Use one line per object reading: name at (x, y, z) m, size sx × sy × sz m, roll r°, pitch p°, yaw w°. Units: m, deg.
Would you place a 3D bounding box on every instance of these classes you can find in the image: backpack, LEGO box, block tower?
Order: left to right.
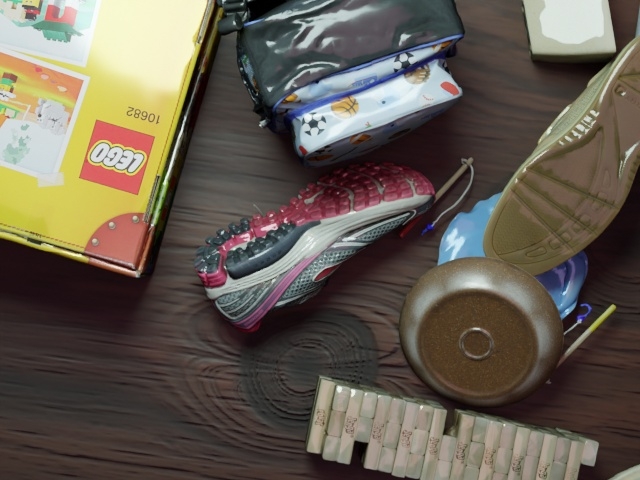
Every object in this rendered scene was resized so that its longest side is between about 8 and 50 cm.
LEGO box at (-0.385, -0.203, 1.382) m, size 0.500 × 0.193 × 0.373 m, roll 17°, pitch 88°, yaw -3°
backpack at (0.033, -0.202, 1.377) m, size 0.276 × 0.263 × 0.213 m, roll -16°, pitch 95°, yaw -4°
block tower at (0.154, 0.245, 1.463) m, size 0.335 × 0.091 × 0.097 m, roll 12°, pitch 89°, yaw -3°

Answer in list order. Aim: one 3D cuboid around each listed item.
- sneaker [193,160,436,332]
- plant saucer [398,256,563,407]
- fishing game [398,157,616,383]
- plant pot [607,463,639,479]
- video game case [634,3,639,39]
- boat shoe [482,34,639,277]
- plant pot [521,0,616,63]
sneaker at (0.000, 0.000, 1.456) m, size 0.299 × 0.121 × 0.112 m, roll -25°, pitch 120°, yaw -4°
plant saucer at (0.188, 0.117, 1.451) m, size 0.198 × 0.036 × 0.199 m, roll 5°, pitch 111°, yaw 14°
fishing game at (0.233, 0.030, 1.497) m, size 0.264 × 0.041 × 0.189 m, roll 42°, pitch 81°, yaw 1°
plant pot at (0.457, 0.436, 1.372) m, size 0.333 × 0.305 × 0.334 m, roll 0°, pitch 90°, yaw -3°
video game case at (0.553, -0.312, 1.524) m, size 0.299 × 0.036 × 0.329 m, roll 8°, pitch 89°, yaw -3°
boat shoe at (0.320, -0.097, 1.457) m, size 0.121 × 0.110 × 0.341 m, roll 40°, pitch 95°, yaw -2°
plant pot at (0.297, -0.266, 1.477) m, size 0.096 × 0.109 × 0.109 m, roll -10°, pitch 90°, yaw 9°
